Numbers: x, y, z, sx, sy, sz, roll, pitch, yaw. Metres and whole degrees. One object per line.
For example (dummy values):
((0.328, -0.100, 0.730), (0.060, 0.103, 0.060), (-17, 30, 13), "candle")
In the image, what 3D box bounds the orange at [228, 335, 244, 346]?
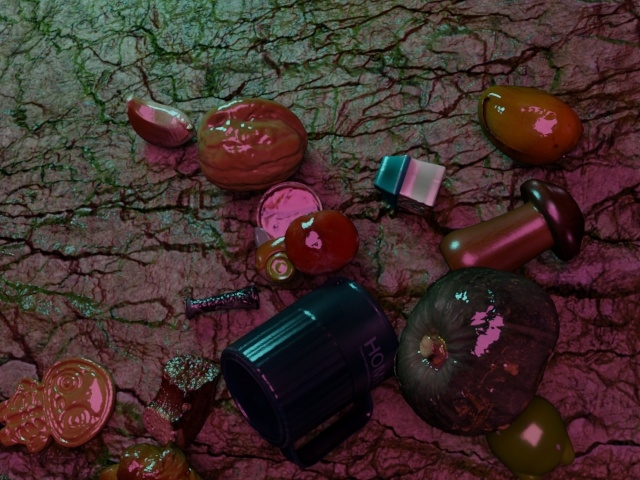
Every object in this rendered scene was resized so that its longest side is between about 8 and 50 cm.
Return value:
((-0.150, 0.274, 1.618), (0.135, 0.117, 0.136), (2, 94, 21), "orange")

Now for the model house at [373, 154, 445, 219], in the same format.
((0.196, -0.125, 1.667), (0.148, 0.127, 0.101), (20, 79, 9), "model house")

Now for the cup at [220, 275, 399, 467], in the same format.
((-0.027, 0.266, 1.510), (0.292, 0.308, 0.242), (-29, 55, -30), "cup")

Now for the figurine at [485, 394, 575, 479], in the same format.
((0.398, 0.361, 1.515), (0.162, 0.143, 0.263), (-33, 62, 5), "figurine")

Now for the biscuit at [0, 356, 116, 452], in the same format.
((-0.609, 0.380, 1.699), (0.288, 0.044, 0.202), (-14, 74, 2), "biscuit")

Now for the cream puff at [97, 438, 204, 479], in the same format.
((-0.338, 0.541, 1.539), (0.269, 0.155, 0.241), (35, 119, 6), "cream puff")

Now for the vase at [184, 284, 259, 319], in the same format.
((-0.226, 0.142, 1.694), (0.166, 0.059, 0.059), (-10, 75, 6), "vase")

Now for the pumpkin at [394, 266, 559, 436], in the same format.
((0.294, 0.211, 1.404), (0.257, 0.291, 0.328), (16, 87, -33), "pumpkin")

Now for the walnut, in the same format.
((-0.155, -0.223, 1.696), (0.256, 0.257, 0.225), (-19, 42, 3), "walnut")

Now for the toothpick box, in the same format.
((0.411, -0.002, 1.580), (0.294, 0.192, 0.192), (-30, 74, 7), "toothpick box")

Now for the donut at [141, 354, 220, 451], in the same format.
((-0.307, 0.361, 1.628), (0.126, 0.144, 0.187), (27, 121, 20), "donut")

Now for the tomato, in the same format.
((0.000, 0.000, 1.528), (0.159, 0.091, 0.139), (-11, 81, 3), "tomato")

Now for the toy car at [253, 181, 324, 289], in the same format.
((-0.062, -0.021, 1.662), (0.234, 0.145, 0.235), (-1, 79, 8), "toy car")

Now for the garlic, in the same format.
((-0.369, -0.283, 1.786), (0.198, 0.129, 0.091), (21, 64, 16), "garlic")

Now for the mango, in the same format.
((0.461, -0.264, 1.661), (0.236, 0.136, 0.166), (41, 88, 20), "mango")
